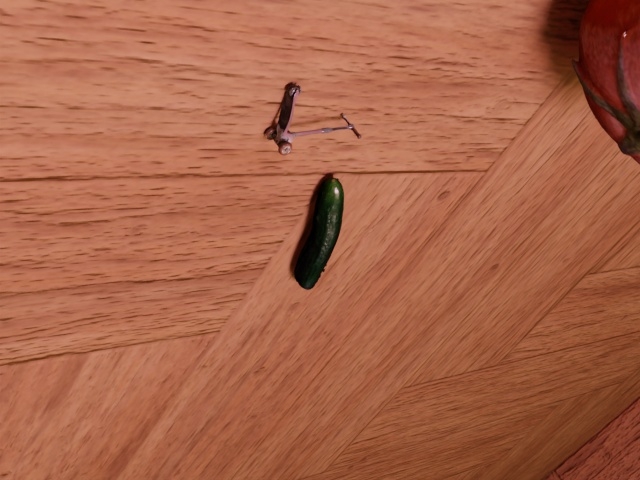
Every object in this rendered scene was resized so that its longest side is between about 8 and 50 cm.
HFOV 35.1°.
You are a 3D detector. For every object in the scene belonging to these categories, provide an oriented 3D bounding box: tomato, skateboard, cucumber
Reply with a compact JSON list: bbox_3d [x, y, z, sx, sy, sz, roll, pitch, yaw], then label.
[{"bbox_3d":[0.371,-0.170,0.910,0.265,0.265,0.265,-26,152,-15],"label":"tomato"},{"bbox_3d":[-0.001,-0.108,0.868,0.083,0.032,0.064,-10,135,-34],"label":"skateboard"},{"bbox_3d":[0.000,0.000,1.037,0.033,0.036,0.184,-26,152,-31],"label":"cucumber"}]
